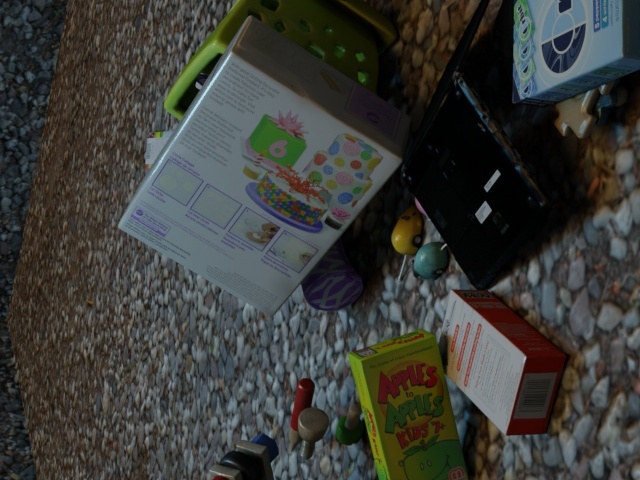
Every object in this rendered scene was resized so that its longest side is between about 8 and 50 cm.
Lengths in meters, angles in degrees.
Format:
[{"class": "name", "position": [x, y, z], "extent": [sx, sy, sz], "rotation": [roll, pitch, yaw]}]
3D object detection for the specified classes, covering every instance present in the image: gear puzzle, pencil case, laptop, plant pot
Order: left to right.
[{"class": "plant pot", "position": [-0.044, -0.236, 1.633], "extent": [0.228, 0.227, 0.207], "rotation": [-33, 28, 61]}, {"class": "pencil case", "position": [0.000, 0.000, 1.702], "extent": [0.088, 0.086, 0.206], "rotation": [-36, 50, 23]}, {"class": "laptop", "position": [0.185, -0.118, 1.329], "extent": [0.264, 0.136, 0.234], "rotation": [58, 159, 15]}, {"class": "gear puzzle", "position": [0.245, -0.251, 1.253], "extent": [0.339, 0.044, 0.175], "rotation": [-112, 33, -49]}]

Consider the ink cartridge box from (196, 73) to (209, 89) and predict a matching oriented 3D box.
[{"class": "ink cartridge box", "position": [-0.159, -0.236, 2.066], "extent": [0.207, 0.097, 0.046], "rotation": [-137, 56, -60]}]

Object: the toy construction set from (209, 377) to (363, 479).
[{"class": "toy construction set", "position": [-0.031, 0.371, 1.584], "extent": [0.309, 0.257, 0.237], "rotation": [-81, 2, -46]}]

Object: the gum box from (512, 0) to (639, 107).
[{"class": "gum box", "position": [0.242, -0.220, 1.133], "extent": [0.184, 0.041, 0.157], "rotation": [163, 110, -68]}]

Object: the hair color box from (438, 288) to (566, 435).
[{"class": "hair color box", "position": [0.187, 0.126, 1.296], "extent": [0.167, 0.053, 0.093], "rotation": [-135, 51, -58]}]

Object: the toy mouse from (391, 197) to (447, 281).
[{"class": "toy mouse", "position": [0.127, -0.010, 1.475], "extent": [0.143, 0.031, 0.161], "rotation": [-150, 66, -63]}]

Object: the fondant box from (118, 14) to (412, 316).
[{"class": "fondant box", "position": [-0.074, -0.082, 1.524], "extent": [0.330, 0.238, 0.096], "rotation": [-50, 14, 39]}]

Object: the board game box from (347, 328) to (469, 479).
[{"class": "board game box", "position": [0.099, 0.200, 1.356], "extent": [0.043, 0.092, 0.181], "rotation": [-158, 53, -71]}]

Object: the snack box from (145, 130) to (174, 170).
[{"class": "snack box", "position": [-0.160, -0.135, 1.937], "extent": [0.207, 0.174, 0.070], "rotation": [3, 90, 61]}]
